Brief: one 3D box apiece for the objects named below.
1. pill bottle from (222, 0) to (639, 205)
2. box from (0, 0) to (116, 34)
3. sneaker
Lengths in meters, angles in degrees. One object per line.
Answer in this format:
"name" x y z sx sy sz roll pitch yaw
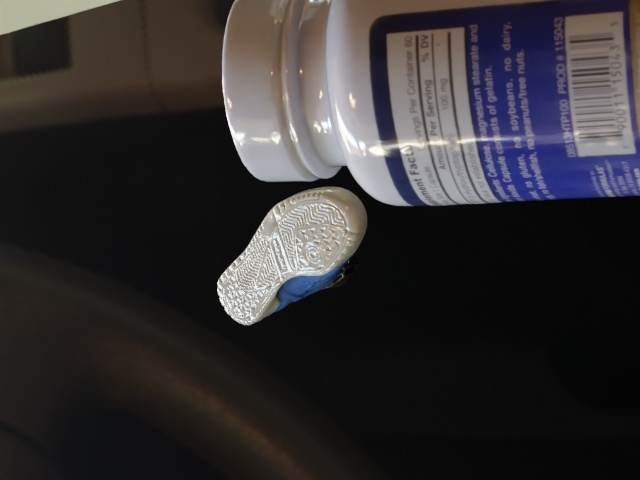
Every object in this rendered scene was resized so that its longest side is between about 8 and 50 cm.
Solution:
"pill bottle" 0.061 -0.070 0.640 0.186 0.112 0.112 -2 60 20
"box" -0.195 -0.193 0.664 0.243 0.213 0.117 -11 49 27
"sneaker" -0.001 -0.001 1.045 0.084 0.058 0.152 -30 -11 -43
